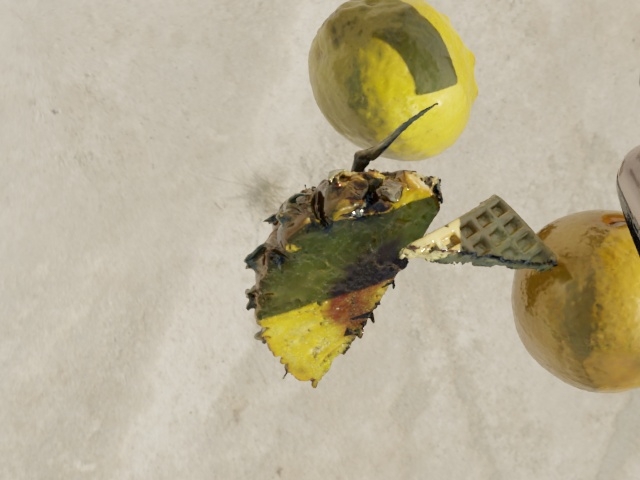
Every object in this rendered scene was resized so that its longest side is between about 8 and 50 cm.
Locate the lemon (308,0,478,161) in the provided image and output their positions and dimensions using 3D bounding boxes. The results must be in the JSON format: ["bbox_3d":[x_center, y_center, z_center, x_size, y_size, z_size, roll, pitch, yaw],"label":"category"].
[{"bbox_3d":[0.129,-0.272,1.237,0.285,0.285,0.316,-39,101,-7],"label":"lemon"}]

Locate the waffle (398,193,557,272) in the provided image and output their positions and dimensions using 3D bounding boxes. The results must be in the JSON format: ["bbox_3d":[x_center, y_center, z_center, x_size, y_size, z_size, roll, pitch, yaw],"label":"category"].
[{"bbox_3d":[0.153,0.015,0.686,0.153,0.023,0.097,-26,72,-36],"label":"waffle"}]

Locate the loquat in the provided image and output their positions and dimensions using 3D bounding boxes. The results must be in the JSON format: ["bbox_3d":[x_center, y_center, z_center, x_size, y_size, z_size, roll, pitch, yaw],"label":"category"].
[{"bbox_3d":[0.312,0.066,0.808,0.208,0.208,0.208,-7,108,-21],"label":"loquat"}]

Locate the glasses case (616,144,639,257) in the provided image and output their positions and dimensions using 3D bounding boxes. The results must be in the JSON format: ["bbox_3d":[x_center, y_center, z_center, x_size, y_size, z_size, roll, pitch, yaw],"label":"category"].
[{"bbox_3d":[0.352,0.031,0.614,0.122,0.314,0.075,-8,144,3],"label":"glasses case"}]

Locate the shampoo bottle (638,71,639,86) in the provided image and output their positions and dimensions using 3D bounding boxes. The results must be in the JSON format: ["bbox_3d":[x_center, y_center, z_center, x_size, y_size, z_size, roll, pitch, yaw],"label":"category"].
[{"bbox_3d":[0.472,-0.320,0.930,0.061,0.104,0.258,-26,121,-30],"label":"shampoo bottle"}]

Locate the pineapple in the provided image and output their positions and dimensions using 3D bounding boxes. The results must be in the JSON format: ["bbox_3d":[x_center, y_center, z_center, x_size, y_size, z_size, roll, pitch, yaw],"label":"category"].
[{"bbox_3d":[0.000,-0.003,0.807,0.161,0.158,0.334,17,131,-16],"label":"pineapple"}]
